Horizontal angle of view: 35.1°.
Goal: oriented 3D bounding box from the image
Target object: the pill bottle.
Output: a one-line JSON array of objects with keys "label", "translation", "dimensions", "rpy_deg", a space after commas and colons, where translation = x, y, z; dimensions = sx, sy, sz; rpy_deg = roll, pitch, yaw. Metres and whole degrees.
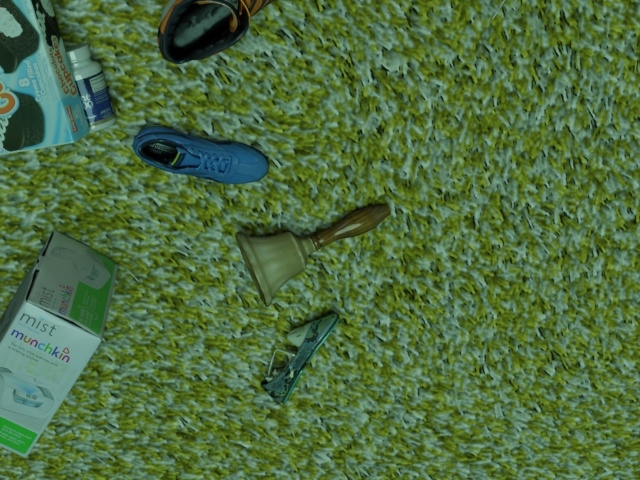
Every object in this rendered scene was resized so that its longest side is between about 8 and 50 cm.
[{"label": "pill bottle", "translation": [-0.346, -0.223, 1.478], "dimensions": [0.067, 0.067, 0.120], "rpy_deg": [-13, 112, 1]}]

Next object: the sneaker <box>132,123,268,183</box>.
[{"label": "sneaker", "translation": [-0.180, -0.120, 1.527], "dimensions": [0.209, 0.082, 0.069], "rpy_deg": [13, 109, -11]}]

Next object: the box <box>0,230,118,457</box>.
[{"label": "box", "translation": [-0.422, 0.145, 1.518], "dimensions": [0.126, 0.262, 0.231], "rpy_deg": [30, 106, -16]}]

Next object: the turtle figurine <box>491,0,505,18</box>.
[{"label": "turtle figurine", "translation": [0.214, -0.439, 1.411], "dimensions": [0.175, 0.118, 0.234], "rpy_deg": [13, 96, -25]}]

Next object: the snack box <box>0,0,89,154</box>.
[{"label": "snack box", "translation": [-0.460, -0.282, 1.412], "dimensions": [0.187, 0.060, 0.322], "rpy_deg": [-8, 109, 17]}]

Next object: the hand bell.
[{"label": "hand bell", "translation": [0.000, 0.000, 1.595], "dimensions": [0.242, 0.126, 0.126], "rpy_deg": [-24, 113, -9]}]

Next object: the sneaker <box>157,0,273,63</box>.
[{"label": "sneaker", "translation": [-0.097, -0.351, 1.385], "dimensions": [0.124, 0.180, 0.321], "rpy_deg": [41, 104, -18]}]

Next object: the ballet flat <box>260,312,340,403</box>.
[{"label": "ballet flat", "translation": [-0.040, 0.186, 1.675], "dimensions": [0.070, 0.070, 0.188], "rpy_deg": [29, 104, -15]}]
